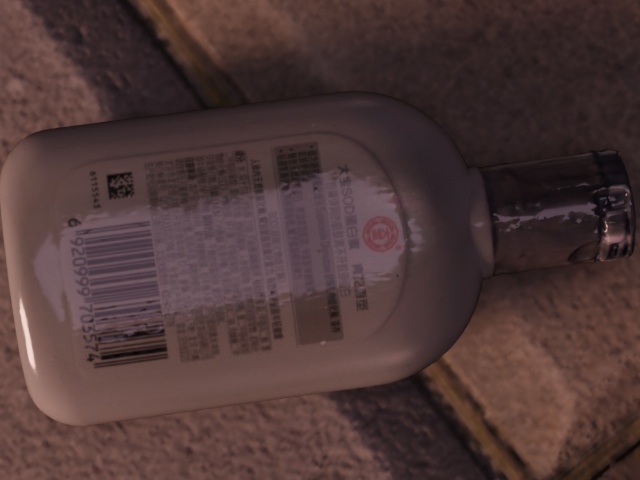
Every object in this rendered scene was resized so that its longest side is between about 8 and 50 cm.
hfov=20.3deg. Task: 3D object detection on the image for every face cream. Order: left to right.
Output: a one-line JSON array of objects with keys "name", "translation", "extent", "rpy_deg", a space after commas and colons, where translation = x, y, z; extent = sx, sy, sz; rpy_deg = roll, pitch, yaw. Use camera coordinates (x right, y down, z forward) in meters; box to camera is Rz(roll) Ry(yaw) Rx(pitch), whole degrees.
[{"name": "face cream", "translation": [0.000, 0.000, 0.843], "extent": [0.291, 0.071, 0.144], "rpy_deg": [-9, 91, -2]}]
